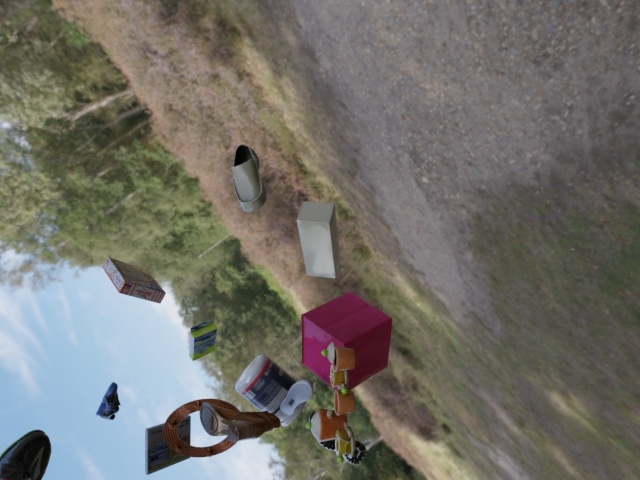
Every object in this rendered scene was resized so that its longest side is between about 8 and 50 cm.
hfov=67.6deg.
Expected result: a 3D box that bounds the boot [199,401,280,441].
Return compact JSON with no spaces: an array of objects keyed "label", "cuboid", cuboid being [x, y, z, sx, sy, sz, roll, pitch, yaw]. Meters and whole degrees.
[{"label":"boot","cuboid":[-0.312,0.683,1.845,0.283,0.109,0.220,0,175,41]}]

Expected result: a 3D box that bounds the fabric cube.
[{"label":"fabric cube","cuboid":[0.097,0.400,1.895,0.259,0.258,0.254,29,128,42]}]

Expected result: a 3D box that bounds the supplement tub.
[{"label":"supplement tub","cuboid":[-0.207,0.637,2.038,0.272,0.191,0.191,42,171,-5]}]

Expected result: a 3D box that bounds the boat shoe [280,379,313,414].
[{"label":"boat shoe","cuboid":[-0.081,0.590,1.841,0.080,0.076,0.228,35,127,8]}]

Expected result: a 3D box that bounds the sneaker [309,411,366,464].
[{"label":"sneaker","cuboid":[0.056,0.891,2.176,0.330,0.130,0.147,48,159,-19]}]

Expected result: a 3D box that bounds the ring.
[{"label":"ring","cuboid":[-0.485,0.796,1.999,0.336,0.336,0.032,58,-176,-28]}]

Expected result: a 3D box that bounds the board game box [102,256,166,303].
[{"label":"board game box","cuboid":[-0.612,0.129,1.566,0.147,0.045,0.193,27,-177,-44]}]

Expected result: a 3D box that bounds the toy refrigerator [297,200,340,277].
[{"label":"toy refrigerator","cuboid":[0.000,0.000,1.522,0.102,0.094,0.269,5,139,12]}]

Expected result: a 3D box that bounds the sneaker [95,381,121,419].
[{"label":"sneaker","cuboid":[-0.991,0.766,2.277,0.090,0.232,0.081,26,-152,-11]}]

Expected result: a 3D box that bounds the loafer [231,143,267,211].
[{"label":"loafer","cuboid":[-0.243,-0.208,1.555,0.092,0.102,0.268,57,-167,-53]}]

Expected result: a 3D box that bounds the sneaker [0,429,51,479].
[{"label":"sneaker","cuboid":[-1.029,0.861,1.583,0.185,0.202,0.483,54,-155,-29]}]

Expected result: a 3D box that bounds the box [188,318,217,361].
[{"label":"box","cuboid":[-0.483,0.410,1.964,0.042,0.109,0.178,44,137,31]}]

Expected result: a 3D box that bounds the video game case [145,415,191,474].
[{"label":"video game case","cuboid":[-0.659,0.883,2.073,0.023,0.212,0.193,1,91,41]}]

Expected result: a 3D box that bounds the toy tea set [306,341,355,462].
[{"label":"toy tea set","cuboid":[0.027,0.470,1.428,0.200,0.124,0.336,147,124,-80]}]
